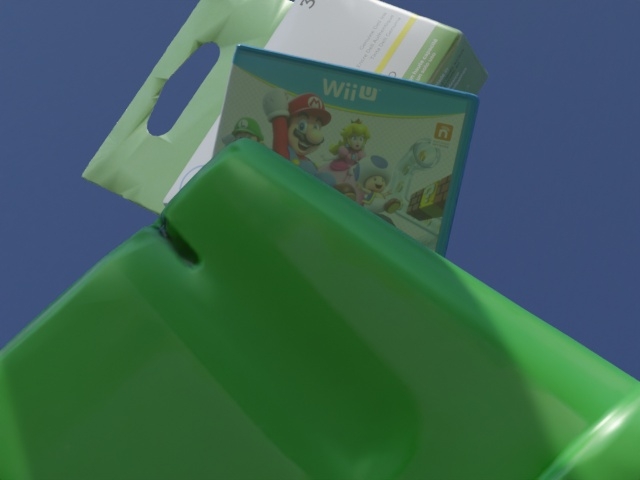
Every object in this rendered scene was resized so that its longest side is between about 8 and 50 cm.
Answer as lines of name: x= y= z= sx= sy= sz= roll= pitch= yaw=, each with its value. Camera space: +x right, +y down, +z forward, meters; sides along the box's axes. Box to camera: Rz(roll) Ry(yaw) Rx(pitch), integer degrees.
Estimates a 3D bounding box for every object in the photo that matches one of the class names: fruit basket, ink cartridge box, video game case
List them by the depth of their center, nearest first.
fruit basket: x=0.064 y=0.167 z=0.603 sx=0.283 sy=0.392 sz=0.392 roll=-42 pitch=-85 yaw=-5
video game case: x=0.000 y=0.000 z=0.882 sx=0.119 sy=0.015 sz=0.166 roll=13 pitch=-87 yaw=7
ink cartridge box: x=-0.037 y=-0.079 z=1.124 sx=0.235 sy=0.056 sz=0.171 roll=26 pitch=-102 yaw=36
